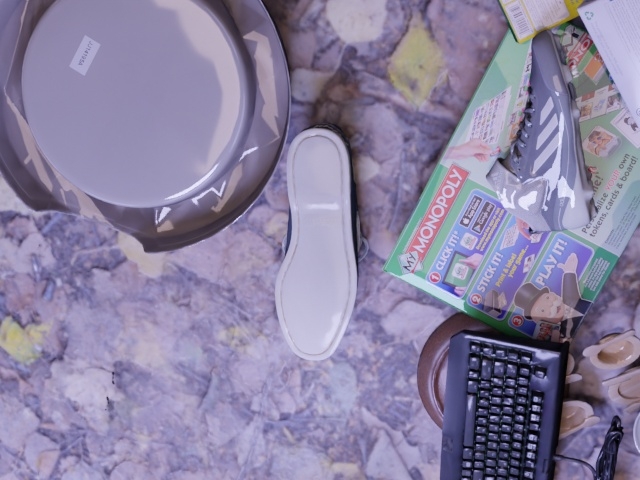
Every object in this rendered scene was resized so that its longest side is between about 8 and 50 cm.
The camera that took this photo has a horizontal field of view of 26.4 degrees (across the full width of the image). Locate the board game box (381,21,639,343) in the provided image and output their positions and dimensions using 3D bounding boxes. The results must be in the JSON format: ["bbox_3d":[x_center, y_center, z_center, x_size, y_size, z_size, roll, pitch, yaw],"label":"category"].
[{"bbox_3d":[0.230,-0.060,1.413,0.213,0.046,0.317,28,102,4],"label":"board game box"}]

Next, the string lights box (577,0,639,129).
[{"bbox_3d":[0.378,-0.210,1.211,0.260,0.077,0.133,-21,105,37],"label":"string lights box"}]

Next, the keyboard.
[{"bbox_3d":[0.227,0.232,1.444,0.202,0.033,0.317,7,127,11],"label":"keyboard"}]

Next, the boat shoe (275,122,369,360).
[{"bbox_3d":[0.000,0.000,1.470,0.095,0.079,0.254,-1,101,14],"label":"boat shoe"}]

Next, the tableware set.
[{"bbox_3d":[0.286,0.148,1.431,0.141,0.020,0.168,-24,135,14],"label":"tableware set"}]

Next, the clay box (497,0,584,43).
[{"bbox_3d":[0.267,-0.296,1.323,0.222,0.053,0.127,-25,97,7],"label":"clay box"}]

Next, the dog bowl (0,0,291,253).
[{"bbox_3d":[-0.191,-0.164,1.458,0.349,0.102,0.348,2,103,11],"label":"dog bowl"}]

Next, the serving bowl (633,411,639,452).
[{"bbox_3d":[0.379,0.203,1.466,0.083,0.027,0.083,2,103,10],"label":"serving bowl"}]

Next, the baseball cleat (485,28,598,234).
[{"bbox_3d":[0.210,-0.100,1.337,0.109,0.072,0.206,-11,107,11],"label":"baseball cleat"}]

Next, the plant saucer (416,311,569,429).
[{"bbox_3d":[0.188,0.156,1.495,0.168,0.029,0.168,3,103,12],"label":"plant saucer"}]
